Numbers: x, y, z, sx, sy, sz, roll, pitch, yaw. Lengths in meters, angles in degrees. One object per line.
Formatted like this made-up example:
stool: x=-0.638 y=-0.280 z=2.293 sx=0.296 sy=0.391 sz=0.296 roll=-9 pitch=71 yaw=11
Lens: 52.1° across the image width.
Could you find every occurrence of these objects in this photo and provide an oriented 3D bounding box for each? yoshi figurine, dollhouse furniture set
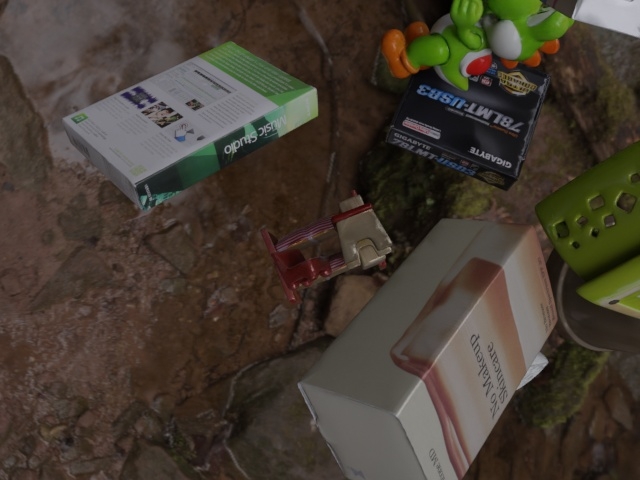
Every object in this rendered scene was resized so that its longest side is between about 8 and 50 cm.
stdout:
yoshi figurine: x=0.296 y=-0.433 z=1.264 sx=0.203 sy=0.362 sz=0.203 roll=26 pitch=70 yaw=-45
dollhouse furniture set: x=0.000 y=0.000 z=1.142 sx=0.201 sy=0.374 sz=0.152 roll=-23 pitch=81 yaw=1

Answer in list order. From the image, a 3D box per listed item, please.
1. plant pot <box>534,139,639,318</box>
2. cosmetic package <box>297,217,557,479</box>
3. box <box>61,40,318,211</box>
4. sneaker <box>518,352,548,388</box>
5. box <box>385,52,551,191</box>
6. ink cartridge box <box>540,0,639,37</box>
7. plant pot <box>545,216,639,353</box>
plant pot: x=0.531 y=0.001 z=1.076 sx=0.228 sy=0.227 sz=0.207 roll=17 pitch=50 yaw=-34
cosmetic package: x=0.132 y=0.119 z=0.715 sx=0.296 sy=0.129 sz=0.153 roll=-45 pitch=125 yaw=-33
box: x=-0.197 y=-0.190 z=1.009 sx=0.322 sy=0.232 sz=0.058 roll=-34 pitch=141 yaw=-24
sneaker: x=0.320 y=0.218 z=1.422 sx=0.323 sy=0.130 sz=0.236 roll=-5 pitch=48 yaw=-33
box: x=0.330 y=-0.293 z=1.451 sx=0.296 sy=0.073 sz=0.293 roll=23 pitch=66 yaw=4
ink cartridge box: x=0.323 y=-0.285 z=0.769 sx=0.089 sy=0.122 sz=0.052 roll=12 pitch=117 yaw=-7
plant pot: x=0.704 y=0.126 z=1.443 sx=0.323 sy=0.280 sz=0.323 roll=-3 pitch=103 yaw=-13
